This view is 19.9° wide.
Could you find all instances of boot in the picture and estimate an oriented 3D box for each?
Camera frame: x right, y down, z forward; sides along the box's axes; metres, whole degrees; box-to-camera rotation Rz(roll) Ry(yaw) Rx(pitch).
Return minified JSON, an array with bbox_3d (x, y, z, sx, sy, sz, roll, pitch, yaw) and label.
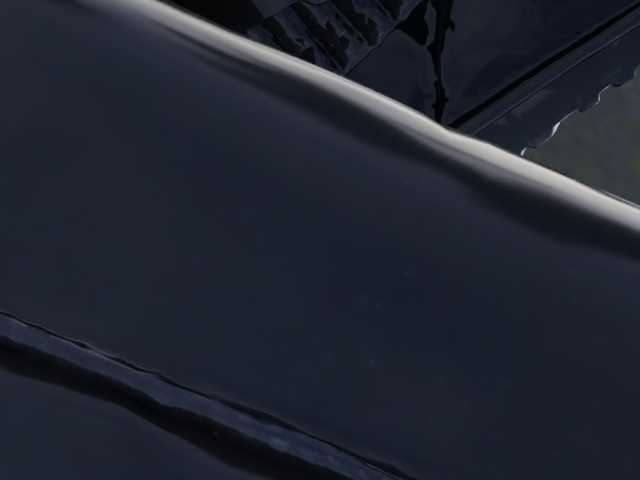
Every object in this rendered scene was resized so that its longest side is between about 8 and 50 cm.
[{"bbox_3d":[0.058,-0.183,0.836,0.260,0.348,0.131,57,-17,-22],"label":"boot"},{"bbox_3d":[-0.044,-0.046,0.429,0.146,0.445,0.367,117,-3,-74],"label":"boot"}]
